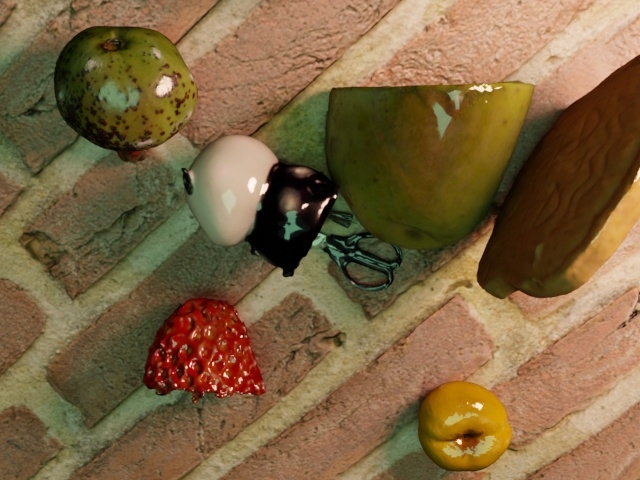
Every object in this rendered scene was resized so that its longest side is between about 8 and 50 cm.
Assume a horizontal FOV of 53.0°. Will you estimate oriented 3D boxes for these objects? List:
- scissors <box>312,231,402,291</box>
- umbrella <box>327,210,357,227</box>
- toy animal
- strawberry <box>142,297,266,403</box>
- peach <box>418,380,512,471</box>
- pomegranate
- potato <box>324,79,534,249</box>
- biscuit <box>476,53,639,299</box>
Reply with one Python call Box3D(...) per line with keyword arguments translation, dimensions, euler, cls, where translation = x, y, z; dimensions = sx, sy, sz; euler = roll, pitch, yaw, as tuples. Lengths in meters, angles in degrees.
Box3D(translation=(0.000, 0.000, 1.140), dimensions=(0.299, 0.022, 0.109), euler=(22, 102, -5), cls="scissors")
Box3D(translation=(0.027, -0.043, 1.126), dimensions=(0.083, 0.020, 0.032), euler=(16, 71, 8), cls="umbrella")
Box3D(translation=(-0.102, -0.068, 1.031), dimensions=(0.235, 0.187, 0.165), euler=(22, 127, -2), cls="toy animal")
Box3D(translation=(-0.204, 0.195, 1.146), dimensions=(0.233, 0.234, 0.178), euler=(4, 78, 0), cls="strawberry")
Box3D(translation=(0.267, 0.348, 1.198), dimensions=(0.179, 0.103, 0.179), euler=(2, 109, 5), cls="peach")
Box3D(translation=(-0.305, -0.215, 1.012), dimensions=(0.214, 0.214, 0.248), euler=(13, 143, -3), cls="pomegranate")
Box3D(translation=(0.169, -0.106, 1.008), dimensions=(0.330, 0.213, 0.280), euler=(0, 106, 2), cls="potato")
Box3D(translation=(0.363, -0.093, 0.924), dimensions=(0.062, 0.365, 0.385), euler=(31, 77, -6), cls="biscuit")
